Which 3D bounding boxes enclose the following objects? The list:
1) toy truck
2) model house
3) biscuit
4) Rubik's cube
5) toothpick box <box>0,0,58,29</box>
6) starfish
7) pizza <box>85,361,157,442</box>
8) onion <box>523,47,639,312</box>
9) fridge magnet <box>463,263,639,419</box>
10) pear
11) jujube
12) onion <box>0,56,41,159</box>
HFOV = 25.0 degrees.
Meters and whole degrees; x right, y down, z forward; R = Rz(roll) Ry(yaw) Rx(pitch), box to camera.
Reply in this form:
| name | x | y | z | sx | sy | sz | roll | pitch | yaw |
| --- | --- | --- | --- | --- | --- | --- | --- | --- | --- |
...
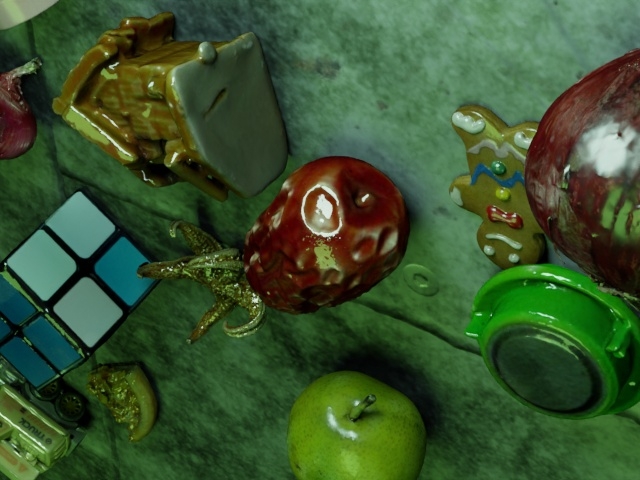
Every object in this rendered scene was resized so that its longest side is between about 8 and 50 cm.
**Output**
| name | x | y | z | sx | sy | sz | roll | pitch | yaw |
| --- | --- | --- | --- | --- | --- | --- | --- | --- | --- |
| toy truck | -0.505 | 0.258 | 2.258 | 0.272 | 0.157 | 0.124 | 40 | 143 | -1 |
| model house | -0.177 | -0.139 | 1.569 | 0.229 | 0.199 | 0.219 | 5 | 119 | 31 |
| biscuit | 0.194 | -0.042 | 1.485 | 0.138 | 0.031 | 0.205 | 19 | 140 | 24 |
| Rubik's cube | -0.346 | 0.066 | 1.916 | 0.167 | 0.180 | 0.183 | 48 | 140 | -9 |
| toothpick box | -0.355 | -0.321 | 1.599 | 0.098 | 0.098 | 0.149 | -5 | 124 | 43 |
| starfish | -0.153 | 0.045 | 1.820 | 0.146 | 0.074 | 0.190 | 0 | 128 | 38 |
| pizza | -0.300 | 0.232 | 2.158 | 0.131 | 0.041 | 0.178 | 34 | 142 | 9 |
| onion | 0.318 | -0.042 | 1.240 | 0.281 | 0.281 | 0.221 | 54 | -177 | -18 |
| fridge magnet | 0.254 | 0.114 | 1.541 | 0.208 | 0.088 | 0.208 | 21 | 140 | 19 |
| pear | 0.041 | 0.236 | 1.771 | 0.180 | 0.166 | 0.216 | 39 | 159 | 24 |
| jujube | 0.000 | 0.000 | 1.596 | 0.155 | 0.155 | 0.230 | 44 | 151 | -6 |
| onion | -0.399 | -0.181 | 1.778 | 0.150 | 0.150 | 0.140 | 43 | 112 | -4 |
